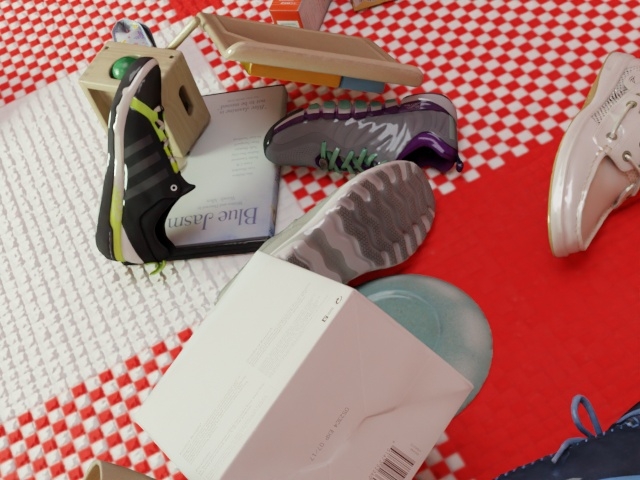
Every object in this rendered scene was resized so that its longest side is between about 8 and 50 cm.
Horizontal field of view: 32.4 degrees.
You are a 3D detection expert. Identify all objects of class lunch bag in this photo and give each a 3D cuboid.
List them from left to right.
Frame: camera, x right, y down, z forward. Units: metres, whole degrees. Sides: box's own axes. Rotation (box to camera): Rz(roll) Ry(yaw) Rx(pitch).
[{"bbox_3d":[-0.238,-0.244,1.439,0.053,0.071,0.083,-25,48,-7],"label":"lunch bag"}]

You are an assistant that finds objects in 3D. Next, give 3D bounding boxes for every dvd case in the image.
[{"bbox_3d":[-0.135,-0.082,1.307,0.180,0.022,0.253,-6,50,12],"label":"dvd case"}]

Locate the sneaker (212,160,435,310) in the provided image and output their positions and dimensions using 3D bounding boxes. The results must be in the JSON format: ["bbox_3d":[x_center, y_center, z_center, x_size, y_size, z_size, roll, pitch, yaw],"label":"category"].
[{"bbox_3d":[0.000,0.000,1.144,0.281,0.105,0.115,-33,19,-28],"label":"sneaker"}]

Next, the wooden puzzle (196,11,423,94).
[{"bbox_3d":[-0.021,-0.212,1.260,0.221,0.044,0.238,6,17,-17],"label":"wooden puzzle"}]

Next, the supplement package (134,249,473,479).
[{"bbox_3d":[-0.021,0.139,0.931,0.194,0.149,0.203,-54,25,-8],"label":"supplement package"}]

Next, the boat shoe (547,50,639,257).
[{"bbox_3d":[0.309,-0.093,1.132,0.096,0.098,0.277,12,55,26],"label":"boat shoe"}]

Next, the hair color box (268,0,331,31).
[{"bbox_3d":[-0.020,-0.320,1.436,0.043,0.072,0.141,5,52,20],"label":"hair color box"}]

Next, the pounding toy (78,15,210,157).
[{"bbox_3d":[-0.197,-0.187,1.304,0.130,0.141,0.100,12,56,26],"label":"pounding toy"}]

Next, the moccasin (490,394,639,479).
[{"bbox_3d":[0.282,0.192,0.903,0.342,0.137,0.117,-7,35,-11],"label":"moccasin"}]

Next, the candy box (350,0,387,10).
[{"bbox_3d":[0.117,-0.378,1.456,0.187,0.053,0.109,-17,49,4],"label":"candy box"}]

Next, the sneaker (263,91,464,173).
[{"bbox_3d":[0.046,-0.102,1.231,0.224,0.083,0.098,-10,55,5],"label":"sneaker"}]

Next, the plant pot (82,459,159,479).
[{"bbox_3d":[-0.112,0.327,0.832,0.191,0.284,0.284,16,50,-14],"label":"plant pot"}]

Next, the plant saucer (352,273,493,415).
[{"bbox_3d":[0.071,0.101,1.085,0.195,0.037,0.195,-8,51,10],"label":"plant saucer"}]

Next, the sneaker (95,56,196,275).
[{"bbox_3d":[-0.180,-0.081,1.206,0.097,0.234,0.084,10,11,5],"label":"sneaker"}]
